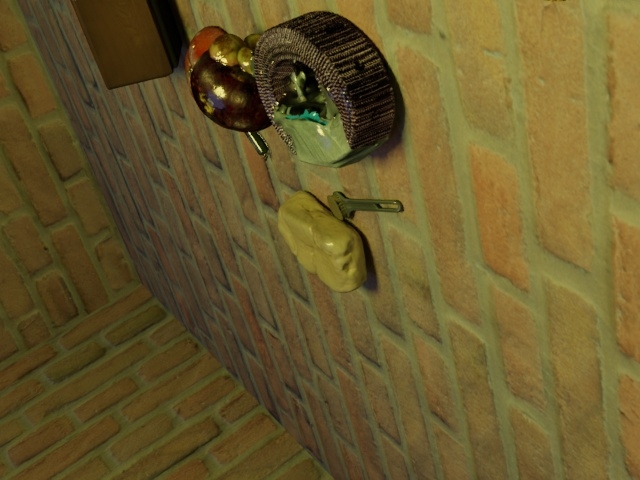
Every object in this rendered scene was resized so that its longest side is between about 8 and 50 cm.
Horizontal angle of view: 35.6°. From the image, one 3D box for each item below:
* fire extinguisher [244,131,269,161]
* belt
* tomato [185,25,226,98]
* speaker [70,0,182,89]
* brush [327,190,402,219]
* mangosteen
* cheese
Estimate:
[{"bbox_3d":[-0.136,-0.216,2.213,0.038,0.025,0.083,-33,88,47],"label":"fire extinguisher"},{"bbox_3d":[0.003,-0.254,1.700,0.325,0.122,0.260,19,130,56],"label":"belt"},{"bbox_3d":[-0.219,-0.334,2.131,0.236,0.095,0.236,48,158,27],"label":"tomato"},{"bbox_3d":[-0.432,-0.482,2.231,0.153,0.193,0.230,-94,-10,-52],"label":"speaker"},{"bbox_3d":[0.082,-0.066,1.918,0.062,0.027,0.266,63,159,-13],"label":"brush"},{"bbox_3d":[-0.139,-0.313,1.894,0.192,0.192,0.217,49,120,23],"label":"mangosteen"},{"bbox_3d":[0.002,-0.001,2.109,0.263,0.093,0.159,37,149,47],"label":"cheese"}]
